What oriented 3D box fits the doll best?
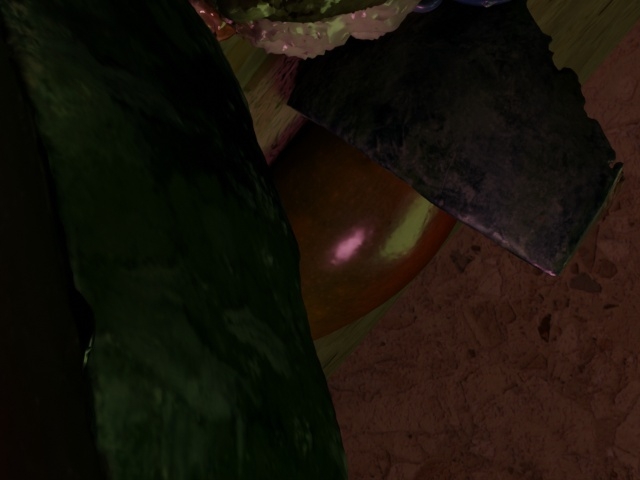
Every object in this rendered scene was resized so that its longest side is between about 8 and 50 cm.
[{"bbox_3d":[-0.008,-0.120,0.697,0.105,0.115,0.221,-6,-174,6],"label":"doll"}]

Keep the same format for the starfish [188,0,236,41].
[{"bbox_3d":[0.166,-0.249,0.905,0.384,0.132,0.398,-35,168,-49],"label":"starfish"}]

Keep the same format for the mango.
[{"bbox_3d":[0.004,-0.003,1.435,0.289,0.129,0.146,-40,180,40],"label":"mango"}]

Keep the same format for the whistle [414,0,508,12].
[{"bbox_3d":[0.103,-0.185,1.105,0.158,0.090,0.090,-45,173,-4],"label":"whistle"}]

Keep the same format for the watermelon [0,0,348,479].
[{"bbox_3d":[-0.090,0.043,0.666,0.151,0.264,0.302,1,154,-36],"label":"watermelon"}]

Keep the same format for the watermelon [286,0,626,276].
[{"bbox_3d":[0.117,-0.071,1.201,0.148,0.226,0.318,-53,-151,3],"label":"watermelon"}]
